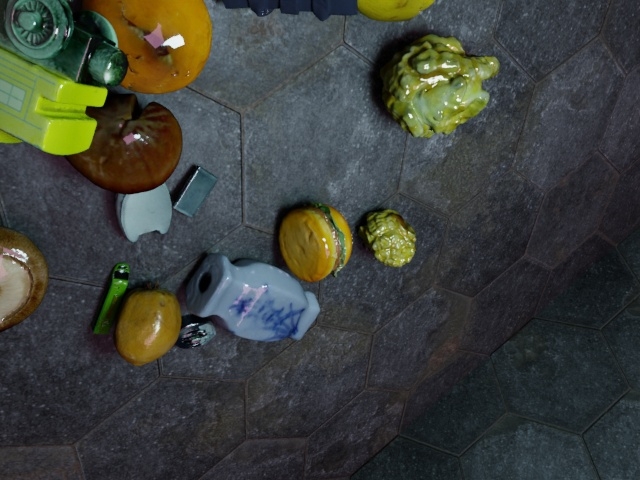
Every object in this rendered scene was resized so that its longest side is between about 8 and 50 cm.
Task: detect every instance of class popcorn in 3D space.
[{"bbox_3d":[0.329,-0.430,1.361,0.335,0.274,0.279,5,118,-37],"label":"popcorn"},{"bbox_3d":[0.229,-0.010,1.637,0.169,0.189,0.218,-41,140,5],"label":"popcorn"}]

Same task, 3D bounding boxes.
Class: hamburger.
[{"bbox_3d":[-0.001,0.001,1.444,0.170,0.246,0.246,-20,130,-41],"label":"hamburger"}]

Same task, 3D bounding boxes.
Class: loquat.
[{"bbox_3d":[-0.467,0.222,1.301,0.176,0.187,0.234,22,74,-38],"label":"loquat"}]

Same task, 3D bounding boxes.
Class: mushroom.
[{"bbox_3d":[-0.757,0.083,1.038,0.297,0.163,0.278,-18,136,-24],"label":"mushroom"}]

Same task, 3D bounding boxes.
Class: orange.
[{"bbox_3d":[-0.336,-0.412,0.936,0.246,0.246,0.246,-17,127,-24],"label":"orange"}]

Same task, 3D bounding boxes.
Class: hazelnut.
[{"bbox_3d":[-0.427,-0.211,1.026,0.251,0.217,0.217,8,116,-15],"label":"hazelnut"}]

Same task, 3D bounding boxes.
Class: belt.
[{"bbox_3d":[-0.392,0.281,1.481,0.140,0.058,0.105,-10,127,-30],"label":"belt"}]

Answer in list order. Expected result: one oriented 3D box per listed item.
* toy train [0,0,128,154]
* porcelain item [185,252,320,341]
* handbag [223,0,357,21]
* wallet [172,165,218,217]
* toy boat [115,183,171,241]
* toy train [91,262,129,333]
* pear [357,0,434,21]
[{"bbox_3d":[-0.546,-0.314,0.792,0.442,0.179,0.272,27,105,2],"label":"toy train"},{"bbox_3d":[-0.195,0.181,1.470,0.405,0.178,0.242,27,101,-45],"label":"porcelain item"},{"bbox_3d":[-0.070,-0.588,0.938,0.329,0.303,0.122,78,19,-68],"label":"handbag"},{"bbox_3d":[-0.330,-0.128,1.263,0.129,0.026,0.088,-57,152,-1],"label":"wallet"},{"bbox_3d":[-0.446,-0.092,1.202,0.134,0.079,0.208,-17,138,-27],"label":"toy boat"},{"bbox_3d":[-0.562,0.159,1.295,0.044,0.042,0.209,13,111,-40],"label":"toy train"},{"bbox_3d":[0.147,-0.674,1.107,0.285,0.285,0.336,-43,89,-2],"label":"pear"}]
